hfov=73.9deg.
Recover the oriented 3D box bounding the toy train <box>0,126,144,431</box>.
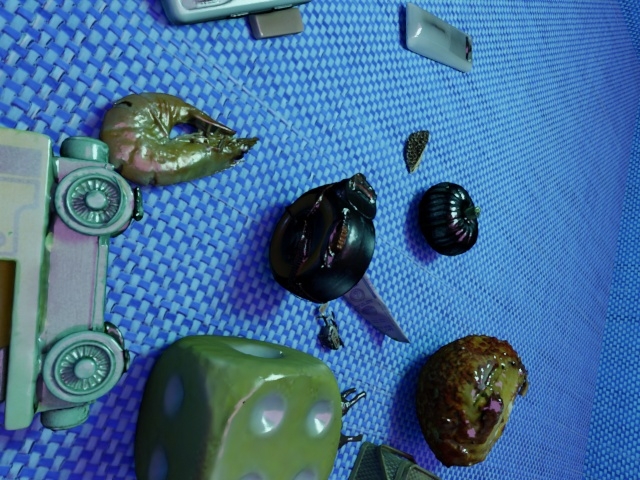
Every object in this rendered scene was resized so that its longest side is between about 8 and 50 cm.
[{"bbox_3d":[-0.351,0.049,0.507,0.237,0.150,0.368,4,88,-33],"label":"toy train"}]

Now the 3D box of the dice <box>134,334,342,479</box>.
[{"bbox_3d":[-0.122,0.280,0.650,0.238,0.227,0.232,16,82,-42],"label":"dice"}]

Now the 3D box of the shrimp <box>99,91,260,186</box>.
[{"bbox_3d":[-0.210,-0.162,0.680,0.267,0.061,0.145,-12,89,-38],"label":"shrimp"}]

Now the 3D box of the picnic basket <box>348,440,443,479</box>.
[{"bbox_3d":[0.146,0.603,0.941,0.165,0.139,0.266,42,64,-33],"label":"picnic basket"}]

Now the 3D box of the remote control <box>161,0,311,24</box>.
[{"bbox_3d":[-0.131,-0.453,0.713,0.297,0.056,0.140,-26,118,-28],"label":"remote control"}]

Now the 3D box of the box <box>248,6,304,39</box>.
[{"bbox_3d":[-0.082,-0.413,0.808,0.115,0.025,0.047,-31,115,-37],"label":"box"}]

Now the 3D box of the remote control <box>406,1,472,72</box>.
[{"bbox_3d":[0.334,-0.546,1.150,0.313,0.055,0.109,-3,93,-41],"label":"remote control"}]

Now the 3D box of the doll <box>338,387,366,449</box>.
[{"bbox_3d":[0.018,0.387,0.886,0.165,0.057,0.138,5,90,-36],"label":"doll"}]

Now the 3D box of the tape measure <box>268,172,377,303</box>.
[{"bbox_3d":[0.000,0.000,0.768,0.135,0.202,0.222,31,56,-35],"label":"tape measure"}]

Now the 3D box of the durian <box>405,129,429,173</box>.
[{"bbox_3d":[0.246,-0.237,1.098,0.066,0.052,0.130,67,43,-70],"label":"durian"}]

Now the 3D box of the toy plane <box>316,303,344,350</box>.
[{"bbox_3d":[0.019,0.190,0.900,0.049,0.031,0.120,-39,117,-40],"label":"toy plane"}]

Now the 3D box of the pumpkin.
[{"bbox_3d":[0.333,-0.055,1.103,0.194,0.150,0.194,0,90,-73],"label":"pumpkin"}]

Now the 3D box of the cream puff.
[{"bbox_3d":[0.362,0.383,1.069,0.351,0.229,0.350,-31,135,-38],"label":"cream puff"}]

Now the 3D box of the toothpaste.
[{"bbox_3d":[0.101,0.129,0.947,0.301,0.075,0.048,53,35,-25],"label":"toothpaste"}]
